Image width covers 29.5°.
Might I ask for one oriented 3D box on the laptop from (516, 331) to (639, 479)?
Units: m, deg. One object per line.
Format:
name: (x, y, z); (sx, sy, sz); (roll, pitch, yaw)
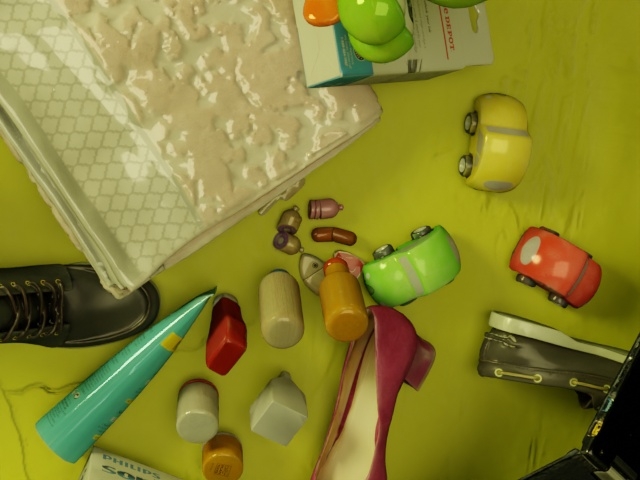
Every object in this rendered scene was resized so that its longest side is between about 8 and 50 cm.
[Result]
laptop: (0.325, 0.267, 1.204); (0.382, 0.236, 0.408); (43, 65, -21)

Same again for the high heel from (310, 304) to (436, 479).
high heel: (0.026, 0.180, 1.138); (0.117, 0.082, 0.244); (37, 82, -50)

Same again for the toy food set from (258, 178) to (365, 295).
toy food set: (0.000, 0.000, 1.171); (0.078, 0.019, 0.122); (-41, 101, -5)

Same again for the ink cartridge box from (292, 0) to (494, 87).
ink cartridge box: (0.068, -0.200, 1.121); (0.180, 0.060, 0.104); (-8, 88, -34)

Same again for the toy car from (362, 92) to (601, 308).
toy car: (0.149, 0.000, 1.179); (0.225, 0.053, 0.239); (-29, 100, -10)

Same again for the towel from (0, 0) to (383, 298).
towel: (-0.142, -0.165, 1.079); (0.317, 0.053, 0.331); (-38, 105, -19)

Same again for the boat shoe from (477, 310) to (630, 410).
boat shoe: (0.267, 0.133, 1.209); (0.228, 0.081, 0.068); (18, 92, -5)

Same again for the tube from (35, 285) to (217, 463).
tube: (-0.173, 0.116, 1.124); (0.207, 0.080, 0.052); (-44, 99, 0)

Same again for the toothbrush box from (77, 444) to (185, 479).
toothbrush box: (-0.127, 0.322, 1.030); (0.216, 0.295, 0.126); (24, 101, -11)

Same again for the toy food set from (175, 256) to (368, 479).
toy food set: (-0.059, 0.111, 1.145); (0.111, 0.104, 0.232); (28, 113, -18)

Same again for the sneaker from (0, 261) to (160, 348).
sneaker: (-0.251, 0.065, 1.077); (0.222, 0.118, 0.083); (0, 95, -11)

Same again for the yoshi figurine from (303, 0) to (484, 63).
yoshi figurine: (0.074, -0.325, 1.017); (0.204, 0.203, 0.362); (9, 66, -40)
